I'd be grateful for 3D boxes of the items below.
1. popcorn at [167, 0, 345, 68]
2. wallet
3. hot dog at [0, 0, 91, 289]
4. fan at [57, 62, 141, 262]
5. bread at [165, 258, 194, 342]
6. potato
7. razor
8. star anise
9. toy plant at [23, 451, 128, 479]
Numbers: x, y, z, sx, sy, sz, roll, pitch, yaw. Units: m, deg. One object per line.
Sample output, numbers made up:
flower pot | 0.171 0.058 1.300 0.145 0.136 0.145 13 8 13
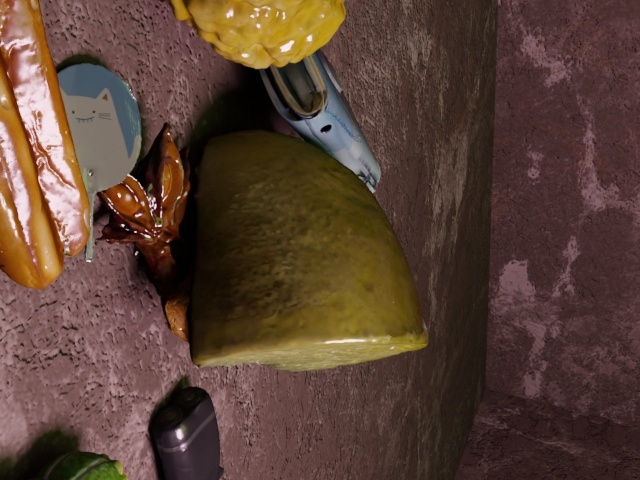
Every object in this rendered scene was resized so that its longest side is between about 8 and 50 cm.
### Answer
popcorn | -0.066 -0.287 0.864 0.200 0.225 0.203 -54 -129 54
wallet | -0.002 -0.171 1.077 0.176 0.075 0.250 65 9 24
hot dog | -0.232 -0.089 0.634 0.115 0.072 0.269 -51 144 -50
fan | -0.203 -0.067 0.754 0.113 0.005 0.176 -4 96 -50
bread | -0.130 0.059 0.993 0.132 0.053 0.074 -58 152 -49
potato | 0.000 0.000 0.971 0.330 0.212 0.280 30 49 -69
razor | -0.156 0.254 1.020 0.090 0.054 0.148 -45 140 -50
star anise | -0.163 -0.041 0.857 0.157 0.053 0.212 -68 153 -18
toy plant | -0.234 0.247 0.765 0.162 0.092 0.093 -28 126 -64
